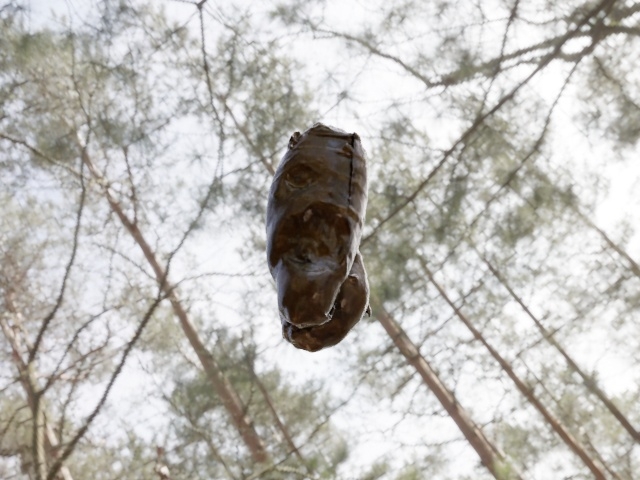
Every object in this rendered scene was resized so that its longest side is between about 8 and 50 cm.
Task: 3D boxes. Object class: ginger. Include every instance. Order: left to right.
[{"bbox_3d":[0.000,0.000,1.359,0.176,0.418,0.254,-3,-33,9],"label":"ginger"}]
